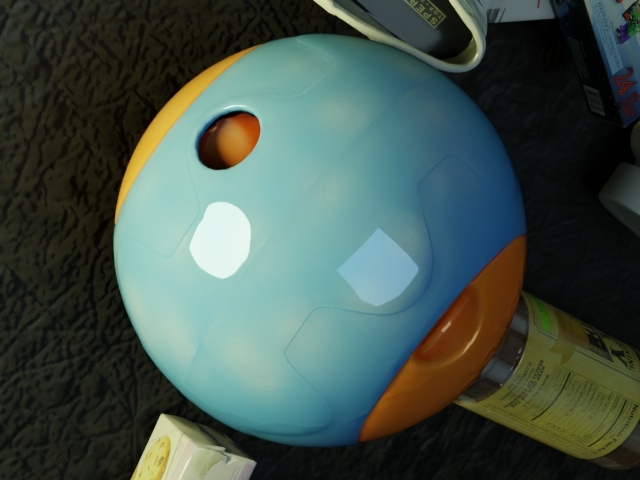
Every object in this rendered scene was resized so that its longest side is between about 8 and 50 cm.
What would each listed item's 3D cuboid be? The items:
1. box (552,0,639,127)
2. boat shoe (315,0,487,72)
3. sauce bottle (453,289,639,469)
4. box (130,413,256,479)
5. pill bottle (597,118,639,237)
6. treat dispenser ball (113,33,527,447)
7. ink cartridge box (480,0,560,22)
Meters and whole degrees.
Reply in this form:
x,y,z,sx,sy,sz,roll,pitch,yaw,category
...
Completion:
x,y,z,sx,sy,sz,roll,pitch,yaw,category
0.246,-0.226,1.485,0.159,0.044,0.233,-36,125,-18,box
0.018,-0.210,1.358,0.258,0.084,0.095,32,104,-14,boat shoe
0.227,0.131,1.648,0.344,0.111,0.111,26,94,-37,sauce bottle
-0.152,0.295,1.506,0.063,0.067,0.324,21,97,-34,box
0.337,-0.095,1.617,0.121,0.121,0.221,39,86,-36,pill bottle
0.000,0.000,1.348,0.288,0.288,0.288,-12,114,-27,treat dispenser ball
0.127,-0.223,1.477,0.180,0.060,0.104,-7,112,-29,ink cartridge box
